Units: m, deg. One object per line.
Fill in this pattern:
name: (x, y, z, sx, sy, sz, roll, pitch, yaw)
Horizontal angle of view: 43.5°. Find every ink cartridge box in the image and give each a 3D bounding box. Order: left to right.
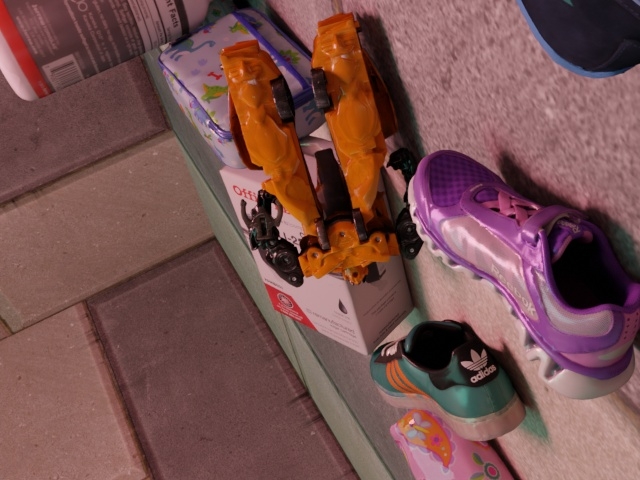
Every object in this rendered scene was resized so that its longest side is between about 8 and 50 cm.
ink cartridge box: (0.000, 0.000, 1.105, 0.197, 0.114, 0.272, 22, 142, 39)

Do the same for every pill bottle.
pill bottle: (-0.282, -0.353, 1.087, 0.210, 0.363, 0.210, 59, 169, 20)

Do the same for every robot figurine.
robot figurine: (0.006, -0.085, 0.870, 0.085, 0.211, 0.290, -89, -16, -63)

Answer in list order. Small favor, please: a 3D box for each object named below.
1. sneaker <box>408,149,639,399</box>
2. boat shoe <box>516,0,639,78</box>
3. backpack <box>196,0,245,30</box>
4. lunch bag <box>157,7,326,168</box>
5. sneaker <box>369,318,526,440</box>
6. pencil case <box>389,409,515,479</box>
sneaker: (0.160, 0.003, 0.615, 0.236, 0.095, 0.104, 52, 158, 27)
boat shoe: (0.109, -0.206, 0.388, 0.258, 0.109, 0.089, 49, 164, -11)
backpack: (-0.168, -0.329, 1.275, 0.182, 0.115, 0.152, 61, 167, -3)
lunch bag: (-0.100, -0.212, 1.075, 0.219, 0.176, 0.090, 52, 165, 34)
sneaker: (0.139, 0.147, 1.006, 0.121, 0.108, 0.302, 67, 161, -11)
pencil case: (0.210, 0.344, 1.084, 0.284, 0.124, 0.124, 57, 167, 24)
